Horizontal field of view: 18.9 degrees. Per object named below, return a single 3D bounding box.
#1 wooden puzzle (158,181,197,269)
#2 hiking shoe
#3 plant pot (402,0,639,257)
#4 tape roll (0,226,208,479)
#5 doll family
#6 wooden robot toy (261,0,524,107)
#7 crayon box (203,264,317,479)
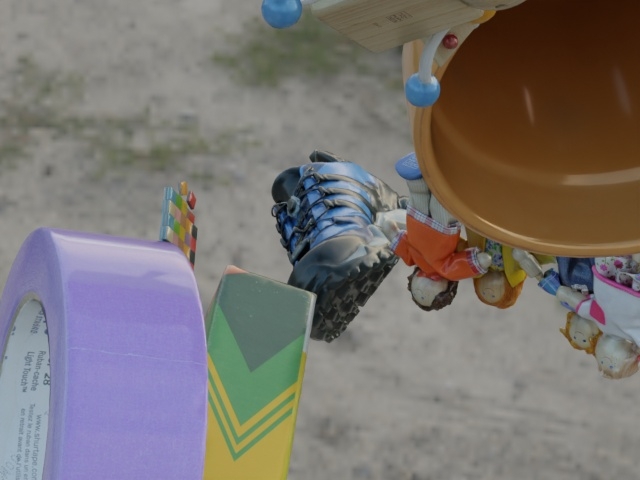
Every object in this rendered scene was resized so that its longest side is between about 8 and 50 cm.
[{"bbox_3d":[-0.098,-0.006,1.331,0.006,0.049,0.083,-5,65,19],"label":"wooden puzzle"},{"bbox_3d":[0.000,0.000,1.686,0.132,0.113,0.304,37,15,3],"label":"hiking shoe"},{"bbox_3d":[0.179,-0.156,1.156,0.291,0.291,0.203,-2,50,-12],"label":"plant pot"},{"bbox_3d":[-0.154,0.132,1.232,0.090,0.274,0.275,8,24,-19],"label":"tape roll"},{"bbox_3d":[0.178,0.013,1.481,0.263,0.163,0.118,21,44,31],"label":"doll family"},{"bbox_3d":[0.034,-0.097,0.589,0.079,0.076,0.173,-10,-16,28],"label":"wooden robot toy"},{"bbox_3d":[-0.085,0.193,1.409,0.081,0.202,0.318,19,35,-8],"label":"crayon box"}]
